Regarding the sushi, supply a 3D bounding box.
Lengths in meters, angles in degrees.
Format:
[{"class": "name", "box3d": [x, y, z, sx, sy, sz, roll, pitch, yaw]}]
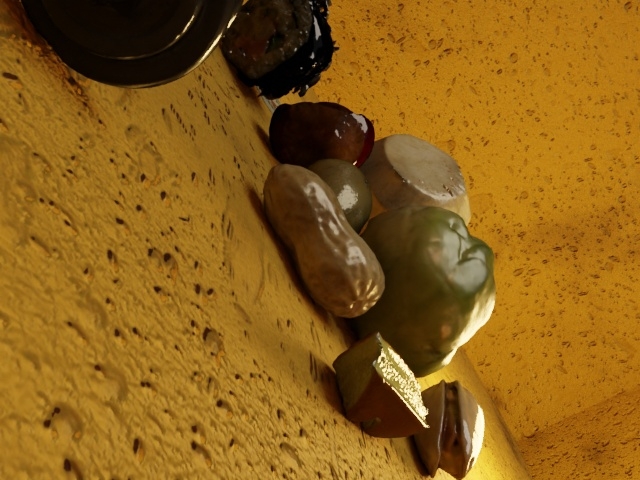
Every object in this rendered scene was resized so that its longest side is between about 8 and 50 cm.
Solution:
[{"class": "sushi", "box3d": [-0.072, -0.402, 1.480, 0.219, 0.239, 0.225, 42, 37, -74]}]

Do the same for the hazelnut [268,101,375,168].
[{"class": "hazelnut", "box3d": [-0.004, -0.198, 1.364, 0.202, 0.170, 0.160, 33, 46, 6]}]

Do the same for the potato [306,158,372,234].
[{"class": "potato", "box3d": [0.013, -0.063, 1.232, 0.157, 0.157, 0.194, 60, 25, -4]}]

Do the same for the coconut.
[{"class": "coconut", "box3d": [0.160, -0.059, 1.520, 0.323, 0.323, 0.323, 58, 10, -17]}]

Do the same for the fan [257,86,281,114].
[{"class": "fan", "box3d": [-0.136, -0.392, 1.747, 0.190, 0.009, 0.329, 50, 17, -44]}]

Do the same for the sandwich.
[{"class": "sandwich", "box3d": [0.076, 0.203, 0.943, 0.244, 0.088, 0.090, 54, 20, -53]}]

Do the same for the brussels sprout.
[{"class": "brussels sprout", "box3d": [0.169, 0.071, 1.202, 0.273, 0.243, 0.316, 95, 2, -62]}]

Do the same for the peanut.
[{"class": "peanut", "box3d": [0.000, 0.000, 1.035, 0.256, 0.124, 0.123, 58, 10, -5]}]

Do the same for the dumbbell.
[{"class": "dumbbell", "box3d": [-0.168, -0.253, 0.666, 0.192, 0.192, 0.290, 58, 10, -20]}]

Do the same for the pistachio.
[{"class": "pistachio", "box3d": [0.220, 0.324, 1.215, 0.223, 0.126, 0.152, -63, 160, -78]}]
